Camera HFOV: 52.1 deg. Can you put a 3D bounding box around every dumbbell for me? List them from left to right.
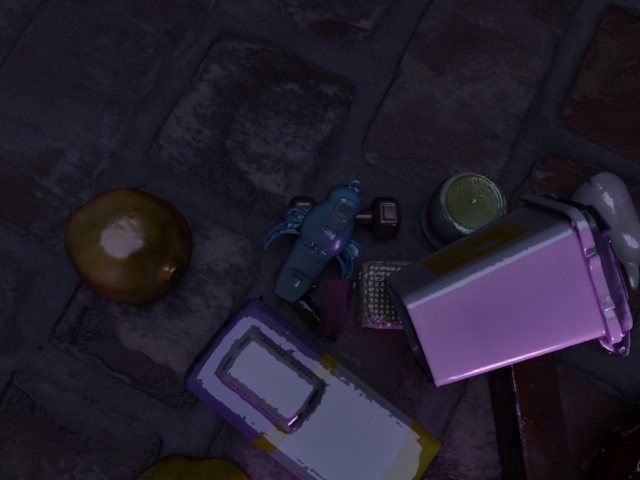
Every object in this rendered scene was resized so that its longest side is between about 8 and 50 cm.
[{"bbox_3d":[0.047,-0.048,1.346,0.231,0.082,0.092,-1,75,-5],"label":"dumbbell"}]

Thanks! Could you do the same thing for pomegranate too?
[{"bbox_3d":[-0.358,0.008,1.237,0.233,0.233,0.233,1,76,-4],"label":"pomegranate"}]

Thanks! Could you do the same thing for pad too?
[{"bbox_3d":[0.033,0.127,1.240,0.006,0.188,0.113,15,90,18],"label":"pad"}]

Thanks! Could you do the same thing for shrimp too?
[{"bbox_3d":[0.005,0.100,1.334,0.148,0.035,0.195,-38,80,-14],"label":"shrimp"}]

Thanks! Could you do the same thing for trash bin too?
[{"bbox_3d":[0.327,0.111,1.163,0.368,0.256,0.295,-23,104,-2],"label":"trash bin"}]

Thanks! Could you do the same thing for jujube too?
[{"bbox_3d":[0.654,0.412,1.195,0.258,0.258,0.377,43,72,7],"label":"jujube"}]

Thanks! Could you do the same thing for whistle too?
[{"bbox_3d":[0.000,0.000,1.262,0.186,0.093,0.274,31,103,-11],"label":"whistle"}]

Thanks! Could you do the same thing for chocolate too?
[{"bbox_3d":[0.407,0.359,1.264,0.112,0.112,0.321,-3,76,-13],"label":"chocolate"}]

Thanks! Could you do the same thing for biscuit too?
[{"bbox_3d":[0.287,0.116,1.325,0.427,0.078,0.143,3,76,-5],"label":"biscuit"}]

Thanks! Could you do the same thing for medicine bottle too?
[{"bbox_3d":[0.289,-0.055,1.334,0.148,0.143,0.147,2,76,-7],"label":"medicine bottle"}]

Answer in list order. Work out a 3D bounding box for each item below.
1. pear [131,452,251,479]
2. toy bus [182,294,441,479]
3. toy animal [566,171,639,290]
[{"bbox_3d":[-0.247,0.569,1.115,0.341,0.191,0.386,9,75,-2],"label":"pear"},{"bbox_3d":[-0.030,0.301,1.167,0.440,0.249,0.209,38,76,5],"label":"toy bus"},{"bbox_3d":[0.621,-0.006,1.359,0.141,0.138,0.282,-31,88,-3],"label":"toy animal"}]
